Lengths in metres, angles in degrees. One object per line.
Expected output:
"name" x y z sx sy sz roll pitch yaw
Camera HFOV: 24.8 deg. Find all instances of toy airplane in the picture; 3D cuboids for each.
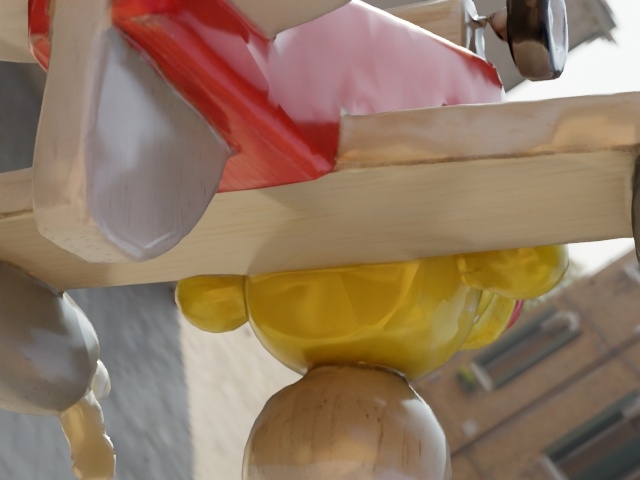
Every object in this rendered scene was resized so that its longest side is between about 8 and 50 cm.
"toy airplane" 0.000 0.000 0.574 0.386 0.384 0.272 170 -82 -66
